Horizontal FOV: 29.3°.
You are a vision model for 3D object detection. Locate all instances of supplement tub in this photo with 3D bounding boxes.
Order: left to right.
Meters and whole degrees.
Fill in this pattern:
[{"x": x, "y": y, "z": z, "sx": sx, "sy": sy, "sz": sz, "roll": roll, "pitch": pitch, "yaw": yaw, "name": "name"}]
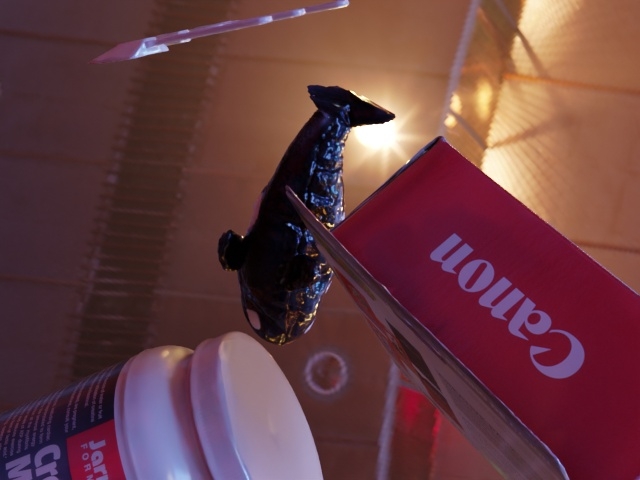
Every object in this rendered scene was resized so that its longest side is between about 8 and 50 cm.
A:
[{"x": -0.154, "y": 0.196, "z": 0.940, "sx": 0.272, "sy": 0.191, "sz": 0.191, "roll": -24, "pitch": -114, "yaw": 14, "name": "supplement tub"}]

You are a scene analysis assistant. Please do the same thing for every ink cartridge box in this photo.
[{"x": 0.144, "y": 0.077, "z": 0.829, "sx": 0.130, "sy": 0.272, "sz": 0.309, "roll": -40, "pitch": -133, "yaw": -5, "name": "ink cartridge box"}]

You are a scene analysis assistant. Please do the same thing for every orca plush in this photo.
[{"x": 0.000, "y": 0.000, "z": 1.189, "sx": 0.287, "sy": 0.151, "sz": 0.102, "roll": -59, "pitch": -145, "yaw": 22, "name": "orca plush"}]

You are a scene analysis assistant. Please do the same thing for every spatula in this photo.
[{"x": -0.105, "y": -0.211, "z": 1.243, "sx": 0.242, "sy": 0.168, "sz": 0.019, "roll": -2, "pitch": -76, "yaw": 39, "name": "spatula"}]
